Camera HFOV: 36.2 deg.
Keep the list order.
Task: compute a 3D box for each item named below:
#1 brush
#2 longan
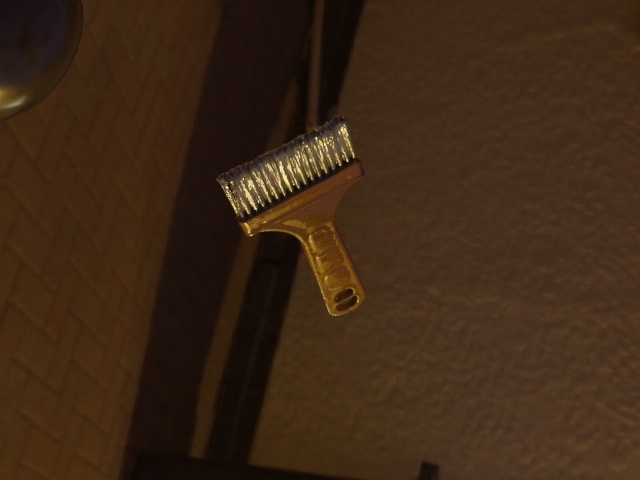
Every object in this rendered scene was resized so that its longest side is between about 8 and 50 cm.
[{"bbox_3d":[0.000,0.000,0.792,0.013,0.103,0.272,61,-3,31],"label":"brush"},{"bbox_3d":[-0.260,-0.183,0.734,0.185,0.159,0.204,-7,120,-66],"label":"longan"}]
